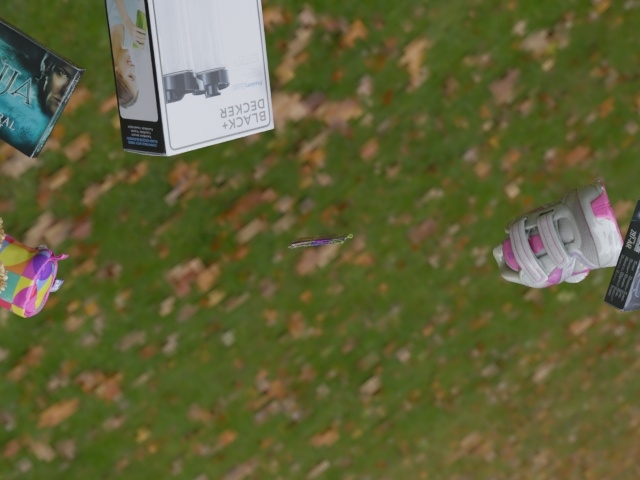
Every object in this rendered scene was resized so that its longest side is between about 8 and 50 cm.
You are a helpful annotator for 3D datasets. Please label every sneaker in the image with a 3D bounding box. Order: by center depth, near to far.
[{"bbox_3d":[0.280,0.006,2.010,0.111,0.103,0.252,-13,165,-15],"label":"sneaker"}]

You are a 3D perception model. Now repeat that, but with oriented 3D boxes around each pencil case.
[{"bbox_3d":[-0.462,0.019,2.269,0.104,0.236,0.104,23,90,-80],"label":"pencil case"}]

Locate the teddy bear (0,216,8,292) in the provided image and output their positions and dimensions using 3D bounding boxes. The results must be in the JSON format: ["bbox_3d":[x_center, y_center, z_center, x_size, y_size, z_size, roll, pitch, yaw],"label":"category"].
[{"bbox_3d":[-0.495,0.013,1.809,0.338,0.245,0.113,-30,172,8],"label":"teddy bear"}]

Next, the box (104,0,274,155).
[{"bbox_3d":[-0.153,-0.254,1.926,0.169,0.087,0.290,-17,108,-41],"label":"box"}]

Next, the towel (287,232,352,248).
[{"bbox_3d":[0.000,0.000,2.360,0.083,0.009,0.060,-6,-173,13],"label":"towel"}]

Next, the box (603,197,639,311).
[{"bbox_3d":[0.244,0.009,1.238,0.067,0.018,0.083,-4,116,-50],"label":"box"}]

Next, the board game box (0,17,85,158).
[{"bbox_3d":[-0.391,-0.200,2.029,0.126,0.186,0.026,-60,174,11],"label":"board game box"}]
